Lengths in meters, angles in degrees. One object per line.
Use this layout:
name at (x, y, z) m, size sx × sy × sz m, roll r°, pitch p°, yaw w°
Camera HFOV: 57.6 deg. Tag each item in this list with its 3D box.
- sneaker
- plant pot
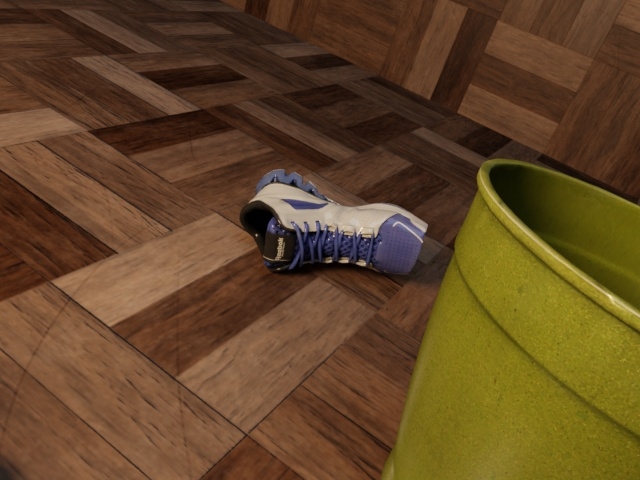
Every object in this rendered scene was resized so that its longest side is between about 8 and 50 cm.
sneaker at (-0.001, -0.001, 0.947) m, size 0.315 × 0.128 × 0.182 m, roll 20°, pitch 33°, yaw 14°
plant pot at (0.234, 0.167, 0.548) m, size 0.366 × 0.353 × 0.366 m, roll 19°, pitch 25°, yaw -9°
